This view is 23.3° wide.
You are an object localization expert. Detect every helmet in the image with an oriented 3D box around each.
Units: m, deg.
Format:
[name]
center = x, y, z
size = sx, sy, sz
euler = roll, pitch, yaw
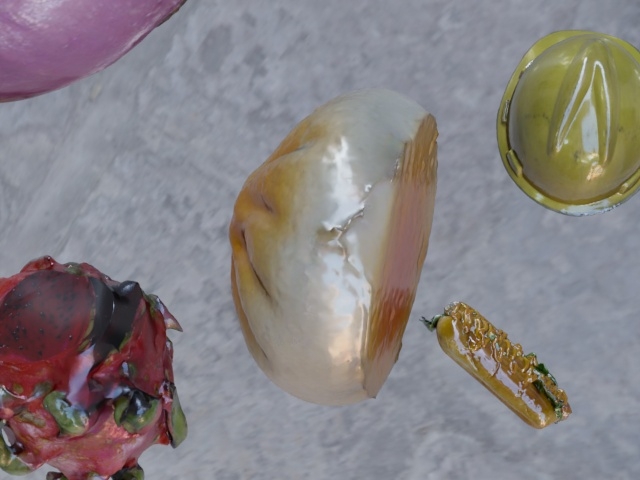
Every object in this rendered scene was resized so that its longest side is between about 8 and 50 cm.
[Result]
[helmet]
center = 0.321, -0.168, 1.869
size = 0.205, 0.140, 0.257
euler = 10, 71, 4

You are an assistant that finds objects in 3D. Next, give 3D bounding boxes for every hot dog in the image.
[hot dog]
center = 0.191, 0.127, 1.645
size = 0.188, 0.055, 0.072
euler = 41, 31, -6

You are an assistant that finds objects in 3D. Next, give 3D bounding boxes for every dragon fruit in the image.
[dragon fruit]
center = -0.164, 0.105, 1.099
size = 0.160, 0.172, 0.166
euler = -39, 50, -9

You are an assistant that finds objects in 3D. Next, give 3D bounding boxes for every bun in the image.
[bun]
center = 0.000, 0.000, 1.420
size = 0.164, 0.299, 0.299
euler = 11, 73, 11

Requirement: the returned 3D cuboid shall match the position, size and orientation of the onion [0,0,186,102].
[onion]
center = -0.121, -0.136, 0.586
size = 0.200, 0.201, 0.207
euler = -36, 50, -21
